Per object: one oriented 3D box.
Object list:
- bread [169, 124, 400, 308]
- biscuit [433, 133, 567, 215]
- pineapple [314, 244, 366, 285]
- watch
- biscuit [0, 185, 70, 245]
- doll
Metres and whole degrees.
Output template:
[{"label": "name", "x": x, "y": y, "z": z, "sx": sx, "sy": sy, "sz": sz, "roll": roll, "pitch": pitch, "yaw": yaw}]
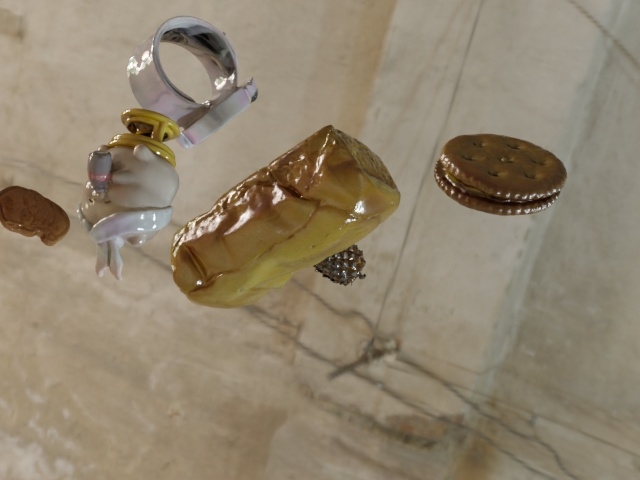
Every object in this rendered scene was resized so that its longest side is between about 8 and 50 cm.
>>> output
[{"label": "bread", "x": -0.050, "y": -0.021, "z": 1.242, "sx": 0.132, "sy": 0.294, "sz": 0.167, "roll": 60, "pitch": -161, "yaw": 10}, {"label": "biscuit", "x": 0.304, "y": -0.114, "z": 1.633, "sx": 0.221, "sy": 0.066, "sz": 0.220, "roll": 6, "pitch": -148, "yaw": -4}, {"label": "pineapple", "x": -0.001, "y": 0.000, "z": 1.688, "sx": 0.221, "sy": 0.083, "sz": 0.103, "roll": 40, "pitch": 147, "yaw": -17}, {"label": "watch", "x": -0.255, "y": -0.321, "z": 1.913, "sx": 0.231, "sy": 0.196, "sz": 0.244, "roll": 50, "pitch": -131, "yaw": -11}, {"label": "biscuit", "x": -0.478, "y": -0.044, "z": 1.599, "sx": 0.130, "sy": 0.019, "sz": 0.102, "roll": 28, "pitch": -143, "yaw": -16}, {"label": "doll", "x": -0.147, "y": -0.036, "z": 0.711, "sx": 0.073, "sy": 0.127, "sz": 0.084, "roll": 5, "pitch": 160, "yaw": 23}]
